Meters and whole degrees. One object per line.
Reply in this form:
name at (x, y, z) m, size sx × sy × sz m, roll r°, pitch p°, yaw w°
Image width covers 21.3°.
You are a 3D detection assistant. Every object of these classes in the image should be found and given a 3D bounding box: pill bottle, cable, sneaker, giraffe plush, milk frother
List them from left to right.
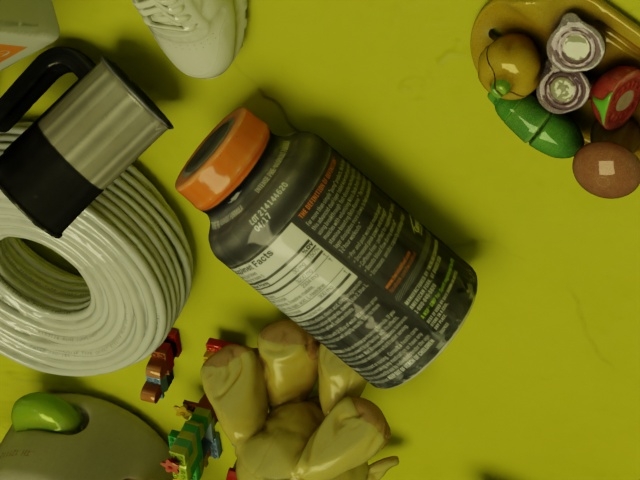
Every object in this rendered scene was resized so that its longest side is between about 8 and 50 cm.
cable at (-0.245, 0.012, 1.546) m, size 0.257 × 0.089 × 0.257 m, roll -3°, pitch 131°, yaw 29°
milk frother at (-0.213, -0.091, 1.359) m, size 0.135 × 0.143 × 0.129 m, roll -44°, pitch 88°, yaw 3°
sneaker at (-0.119, -0.205, 1.262) m, size 0.090 × 0.094 × 0.235 m, roll 5°, pitch 136°, yaw 20°
giraffe plush at (-0.007, 0.193, 1.574) m, size 0.181 × 0.210 × 0.170 m, roll 3°, pitch 162°, yaw 20°
pill bottle at (0.000, 0.000, 1.382) m, size 0.246 × 0.130 × 0.130 m, roll 40°, pitch 137°, yaw -15°

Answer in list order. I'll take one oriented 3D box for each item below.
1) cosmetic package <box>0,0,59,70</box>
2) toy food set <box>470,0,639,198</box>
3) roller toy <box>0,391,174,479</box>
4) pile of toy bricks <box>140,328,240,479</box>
cosmetic package at (-0.451, -0.150, 1.312) m, size 0.453 × 0.230 × 0.161 m, roll -22°, pitch 80°, yaw 32°
toy food set at (0.200, -0.092, 1.232) m, size 0.218 × 0.071 × 0.128 m, roll 33°, pitch 138°, yaw -7°
roller toy at (-0.253, 0.269, 1.768) m, size 0.209 × 0.146 × 0.191 m, roll 29°, pitch 139°, yaw -4°
pile of toy bricks at (-0.122, 0.190, 1.652) m, size 0.118 × 0.105 × 0.212 m, roll 11°, pitch 136°, yaw 16°
